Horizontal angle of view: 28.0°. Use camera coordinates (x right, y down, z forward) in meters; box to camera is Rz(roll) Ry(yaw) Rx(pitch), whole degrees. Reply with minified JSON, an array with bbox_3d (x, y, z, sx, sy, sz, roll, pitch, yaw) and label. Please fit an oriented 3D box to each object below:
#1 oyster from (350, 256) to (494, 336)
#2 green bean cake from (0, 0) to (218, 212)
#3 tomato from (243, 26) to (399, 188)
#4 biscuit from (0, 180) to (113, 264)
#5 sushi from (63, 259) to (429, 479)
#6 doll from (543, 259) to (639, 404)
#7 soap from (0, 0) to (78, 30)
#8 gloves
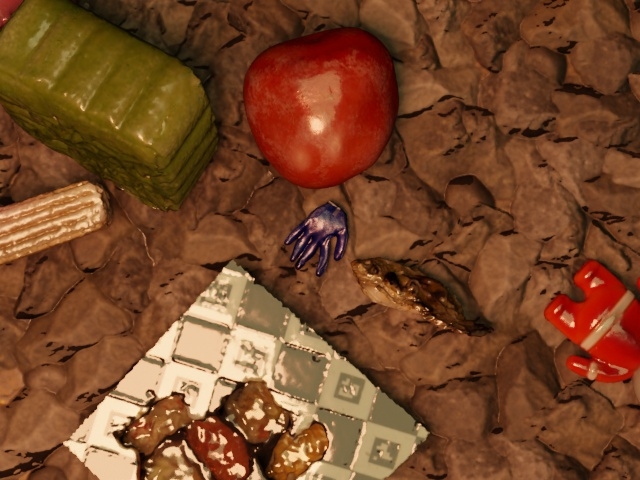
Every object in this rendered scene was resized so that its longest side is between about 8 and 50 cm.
[{"bbox_3d":[0.112,0.065,1.444,0.177,0.105,0.056,25,98,22],"label":"oyster"},{"bbox_3d":[-0.236,-0.147,1.390,0.248,0.222,0.125,31,77,7],"label":"green bean cake"},{"bbox_3d":[0.007,-0.149,1.435,0.187,0.151,0.187,1,86,-7],"label":"tomato"},{"bbox_3d":[-0.348,-0.005,1.428,0.238,0.108,0.062,-18,91,-4],"label":"biscuit"},{"bbox_3d":[-0.085,0.219,1.441,0.294,0.059,0.292,44,85,2],"label":"sushi"},{"bbox_3d":[0.373,0.130,1.459,0.245,0.076,0.142,40,86,6],"label":"doll"},{"bbox_3d":[-0.435,-0.292,1.441,0.325,0.127,0.220,-33,88,-5],"label":"soap"},{"bbox_3d":[0.000,0.000,1.480,0.064,0.026,0.086,42,84,0],"label":"gloves"}]
